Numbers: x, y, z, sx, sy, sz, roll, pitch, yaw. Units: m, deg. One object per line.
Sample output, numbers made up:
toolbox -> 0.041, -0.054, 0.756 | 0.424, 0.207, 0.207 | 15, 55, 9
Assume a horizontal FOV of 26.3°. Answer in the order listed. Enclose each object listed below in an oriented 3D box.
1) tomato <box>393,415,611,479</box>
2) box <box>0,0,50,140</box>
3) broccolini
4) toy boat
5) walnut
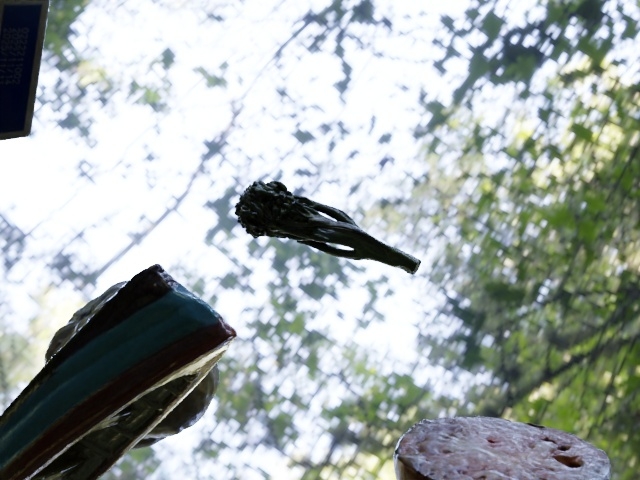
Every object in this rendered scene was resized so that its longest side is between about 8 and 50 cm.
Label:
tomato -> 0.182, 0.248, 1.374 | 0.225, 0.225, 0.085 | 8, -80, 22
box -> -0.395, -0.264, 1.405 | 0.343, 0.065, 0.200 | 39, -54, 37
broccolini -> 0.010, -0.015, 1.419 | 0.203, 0.068, 0.091 | 16, -31, 4
toy boat -> -0.188, 0.147, 1.007 | 0.392, 0.136, 0.079 | -46, -109, 35
walnut -> -0.266, 0.183, 1.961 | 0.248, 0.248, 0.248 | 13, -54, 19
